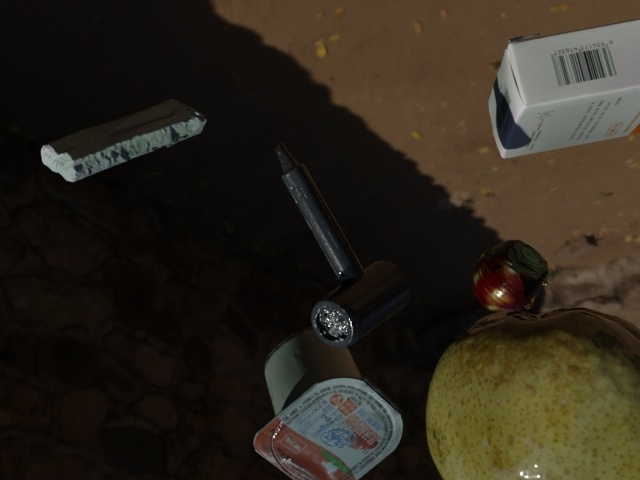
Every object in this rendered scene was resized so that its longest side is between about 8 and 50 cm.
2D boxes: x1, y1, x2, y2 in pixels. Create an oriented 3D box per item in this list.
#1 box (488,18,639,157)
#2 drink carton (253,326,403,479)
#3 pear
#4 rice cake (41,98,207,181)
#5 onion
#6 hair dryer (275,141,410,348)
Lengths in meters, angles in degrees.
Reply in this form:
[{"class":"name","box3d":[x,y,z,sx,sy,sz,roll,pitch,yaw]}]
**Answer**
[{"class":"box","box3d":[0.416,-0.227,1.146,0.299,0.106,0.200,-9,165,2]},{"class":"drink carton","box3d":[0.007,0.249,1.195,0.191,0.190,0.185,-42,113,8]},{"class":"pear","box3d":[0.148,0.109,0.488,0.167,0.137,0.167,-1,179,0]},{"class":"rice cake","box3d":[-0.279,-0.146,1.112,0.226,0.085,0.040,-27,133,-30]},{"class":"onion","box3d":[0.293,0.063,1.212,0.117,0.119,0.118,-13,166,-46]},{"class":"hair dryer","box3d":[0.000,0.000,0.937,0.070,0.255,0.128,-31,180,42]}]
